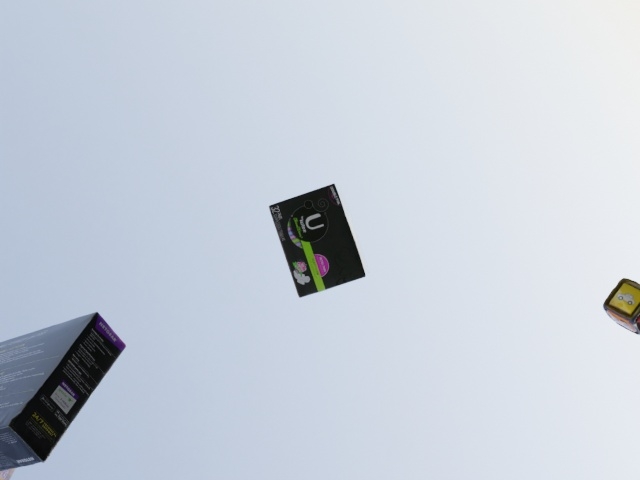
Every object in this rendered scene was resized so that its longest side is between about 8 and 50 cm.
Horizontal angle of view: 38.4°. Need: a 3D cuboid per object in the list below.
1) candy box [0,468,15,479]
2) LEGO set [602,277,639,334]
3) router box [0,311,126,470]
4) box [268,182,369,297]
[{"bbox_3d":[-0.560,0.368,1.423,0.053,0.109,0.187,31,-176,21],"label":"candy box"},{"bbox_3d":[0.261,-0.013,0.444,0.060,0.244,0.182,42,-127,-44],"label":"LEGO set"},{"bbox_3d":[-0.267,0.135,0.778,0.046,0.179,0.133,56,-143,-23],"label":"router box"},{"bbox_3d":[0.000,0.000,0.788,0.052,0.062,0.083,-10,-99,-82],"label":"box"}]
